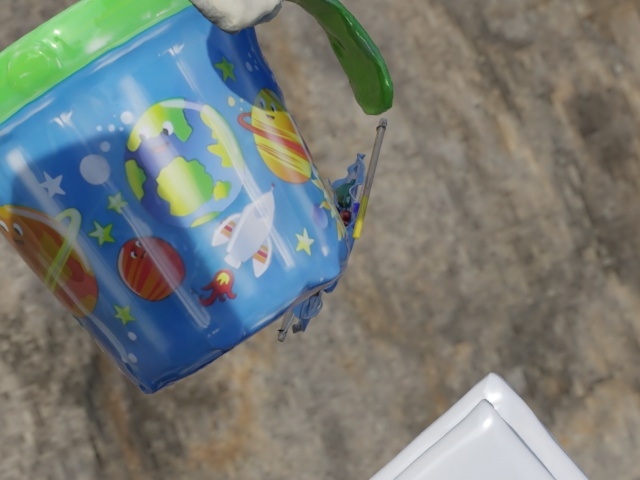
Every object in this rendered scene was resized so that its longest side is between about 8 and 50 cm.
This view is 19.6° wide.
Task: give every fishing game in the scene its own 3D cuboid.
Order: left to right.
[{"bbox_3d":[0.000,0.000,1.829,0.041,0.264,0.189,20,64,-9],"label":"fishing game"}]

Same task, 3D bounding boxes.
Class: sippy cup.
[{"bbox_3d":[-0.102,-0.035,1.183,0.224,0.305,0.240,57,15,-2],"label":"sippy cup"}]

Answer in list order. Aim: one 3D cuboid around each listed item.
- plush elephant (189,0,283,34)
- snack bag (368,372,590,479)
[{"bbox_3d":[0.017,-0.254,0.981,0.255,0.330,0.272,81,15,-65],"label":"plush elephant"},{"bbox_3d":[0.066,0.276,0.734,0.342,0.323,0.037,45,5,-7],"label":"snack bag"}]
